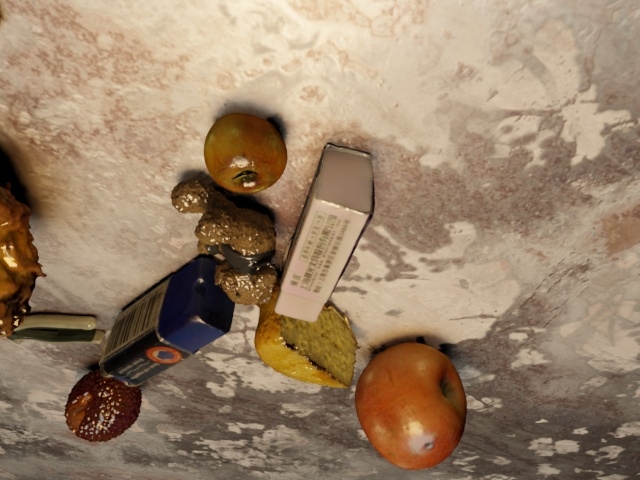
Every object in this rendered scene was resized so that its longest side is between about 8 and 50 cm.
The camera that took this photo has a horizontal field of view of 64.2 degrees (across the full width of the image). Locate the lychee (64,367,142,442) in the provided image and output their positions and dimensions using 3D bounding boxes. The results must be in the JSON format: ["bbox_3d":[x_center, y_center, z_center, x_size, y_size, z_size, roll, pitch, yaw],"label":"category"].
[{"bbox_3d":[-0.532,0.412,1.283,0.187,0.188,0.188,2,138,2],"label":"lychee"}]

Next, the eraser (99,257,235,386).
[{"bbox_3d":[-0.302,0.162,0.999,0.332,0.155,0.101,-31,130,31],"label":"eraser"}]

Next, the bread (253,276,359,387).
[{"bbox_3d":[-0.046,0.188,1.008,0.147,0.161,0.260,-16,141,30],"label":"bread"}]

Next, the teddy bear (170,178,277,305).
[{"bbox_3d":[-0.132,0.008,0.839,0.129,0.182,0.252,-30,139,-17],"label":"teddy bear"}]

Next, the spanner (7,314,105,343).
[{"bbox_3d":[-0.653,0.196,1.143,0.324,0.040,0.096,2,138,0],"label":"spanner"}]

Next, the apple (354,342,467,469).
[{"bbox_3d":[0.201,0.348,1.096,0.253,0.254,0.254,2,138,2],"label":"apple"}]

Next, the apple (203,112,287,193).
[{"bbox_3d":[-0.103,-0.124,0.705,0.114,0.102,0.099,-6,151,0],"label":"apple"}]

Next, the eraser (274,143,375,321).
[{"bbox_3d":[0.000,0.000,0.812,0.086,0.130,0.287,14,138,-8],"label":"eraser"}]

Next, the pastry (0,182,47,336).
[{"bbox_3d":[-0.610,-0.014,0.719,0.404,0.293,0.338,13,141,13],"label":"pastry"}]
